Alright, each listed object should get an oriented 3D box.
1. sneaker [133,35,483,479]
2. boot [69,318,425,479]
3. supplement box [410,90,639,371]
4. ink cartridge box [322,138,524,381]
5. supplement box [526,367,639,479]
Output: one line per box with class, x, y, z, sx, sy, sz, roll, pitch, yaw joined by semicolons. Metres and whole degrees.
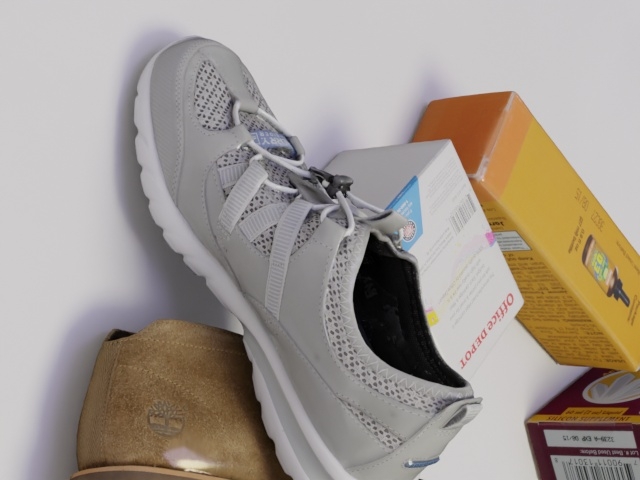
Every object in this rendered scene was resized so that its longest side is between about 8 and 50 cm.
sneaker;0.000;0.000;0.794;0.105;0.115;0.281;-8;65;-53
boot;-0.005;0.121;0.846;0.305;0.112;0.115;22;61;-42
supplement box;0.152;-0.001;1.041;0.233;0.080;0.078;45;57;-34
ink cartridge box;0.051;0.024;0.918;0.092;0.090;0.143;-47;121;-38
supplement box;0.253;0.131;1.119;0.188;0.104;0.081;-29;107;-45
